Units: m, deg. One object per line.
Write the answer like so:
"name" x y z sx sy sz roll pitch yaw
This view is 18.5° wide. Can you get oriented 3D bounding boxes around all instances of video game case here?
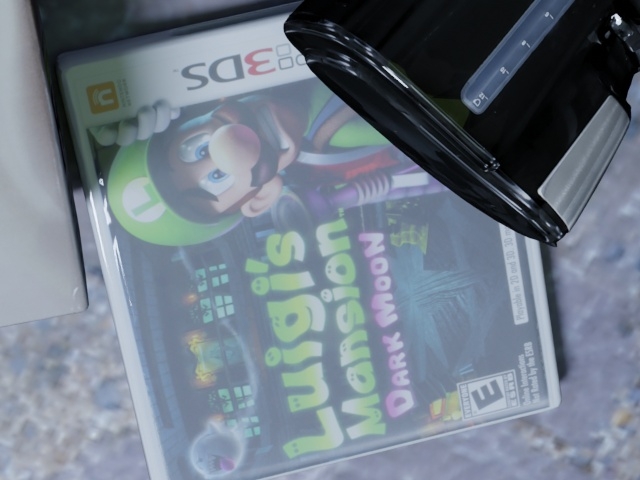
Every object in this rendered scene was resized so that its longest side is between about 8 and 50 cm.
"video game case" 0.000 0.000 0.773 0.173 0.022 0.190 -13 112 -6

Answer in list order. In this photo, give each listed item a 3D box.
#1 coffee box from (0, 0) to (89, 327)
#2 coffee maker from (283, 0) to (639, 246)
"coffee box" -0.184 -0.117 0.641 0.168 0.119 0.297 -9 112 -7
"coffee maker" 0.071 -0.115 0.692 0.171 0.120 0.178 41 85 6
